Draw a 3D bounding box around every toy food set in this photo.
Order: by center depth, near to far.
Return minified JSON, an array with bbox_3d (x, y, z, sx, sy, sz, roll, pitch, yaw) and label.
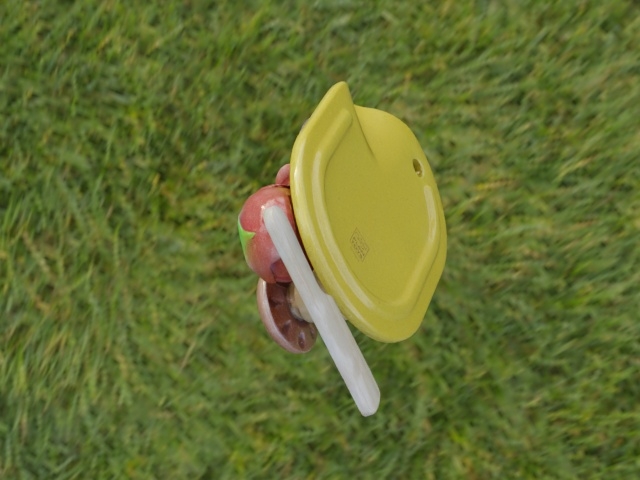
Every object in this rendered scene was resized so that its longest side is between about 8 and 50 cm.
[{"bbox_3d":[0.000,0.000,0.884,0.128,0.071,0.218,60,28,-17],"label":"toy food set"}]
